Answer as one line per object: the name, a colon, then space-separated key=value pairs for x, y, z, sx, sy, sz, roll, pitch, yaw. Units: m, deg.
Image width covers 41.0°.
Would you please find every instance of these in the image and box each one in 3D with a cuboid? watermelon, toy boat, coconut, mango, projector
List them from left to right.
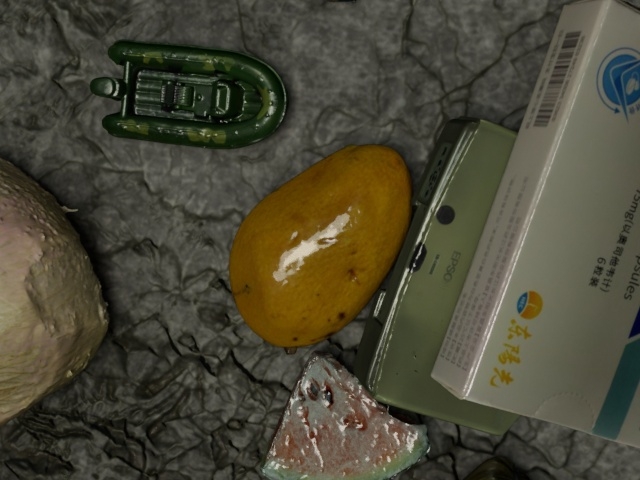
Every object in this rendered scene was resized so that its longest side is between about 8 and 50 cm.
coconut: x=-0.380 y=0.061 z=0.850 sx=0.297 sy=0.254 sz=0.297 roll=1 pitch=94 yaw=13
toy boat: x=-0.133 y=-0.149 z=0.883 sx=0.210 sy=0.052 sz=0.104 roll=9 pitch=94 yaw=12
mango: x=0.000 y=0.000 z=0.840 sx=0.147 sy=0.109 sz=0.227 roll=36 pitch=100 yaw=9
watermelon: x=0.024 y=0.178 z=0.876 sx=0.187 sy=0.071 sz=0.139 roll=-12 pitch=86 yaw=21
projector: x=0.159 y=0.037 z=0.802 sx=0.194 sy=0.088 sz=0.269 roll=19 pitch=96 yaw=-15

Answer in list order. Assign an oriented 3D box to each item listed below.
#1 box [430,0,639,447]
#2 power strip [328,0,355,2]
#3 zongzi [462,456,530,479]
box: x=0.247 y=-0.009 z=0.734 sx=0.200 sy=0.065 sz=0.343 roll=18 pitch=92 yaw=-19
power strip: x=0.015 y=-0.299 z=0.837 sx=0.032 sy=0.056 sz=0.123 roll=1 pitch=95 yaw=12
zongzi: x=0.175 y=0.359 z=0.840 sx=0.242 sy=0.112 sz=0.221 roll=45 pitch=101 yaw=-3
